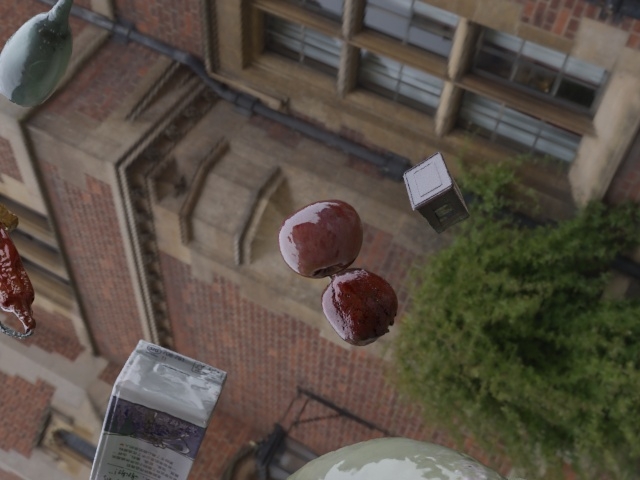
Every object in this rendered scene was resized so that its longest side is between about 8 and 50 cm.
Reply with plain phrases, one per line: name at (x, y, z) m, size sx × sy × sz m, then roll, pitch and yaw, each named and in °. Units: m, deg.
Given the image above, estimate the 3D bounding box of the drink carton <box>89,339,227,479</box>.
drink carton at (-0.229, 0.265, 1.126) m, size 0.102 × 0.134 × 0.222 m, roll -75°, pitch 7°, yaw -56°

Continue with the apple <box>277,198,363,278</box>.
apple at (0.000, 0.000, 1.388) m, size 0.153 × 0.120 × 0.153 m, roll -18°, pitch -11°, yaw -4°

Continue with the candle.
candle at (-0.333, 0.032, 0.838) m, size 0.048 × 0.162 × 0.053 m, roll -3°, pitch -38°, yaw -51°

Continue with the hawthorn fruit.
hawthorn fruit at (0.066, 0.118, 1.552) m, size 0.148 × 0.172 × 0.148 m, roll -53°, pitch 1°, yaw 2°

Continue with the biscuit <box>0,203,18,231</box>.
biscuit at (-0.599, -0.002, 1.295) m, size 0.033 × 0.144 × 0.224 m, roll -36°, pitch 19°, yaw 40°

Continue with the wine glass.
wine glass at (-0.400, -0.378, 1.144) m, size 0.096 × 0.264 × 0.309 m, roll -10°, pitch -17°, yaw -40°

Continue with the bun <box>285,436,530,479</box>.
bun at (0.110, 0.299, 0.576) m, size 0.219 × 0.365 × 0.365 m, roll -16°, pitch -46°, yaw -40°

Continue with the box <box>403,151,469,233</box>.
box at (0.150, -0.060, 1.037) m, size 0.060 × 0.063 × 0.085 m, roll -32°, pitch 34°, yaw 17°
